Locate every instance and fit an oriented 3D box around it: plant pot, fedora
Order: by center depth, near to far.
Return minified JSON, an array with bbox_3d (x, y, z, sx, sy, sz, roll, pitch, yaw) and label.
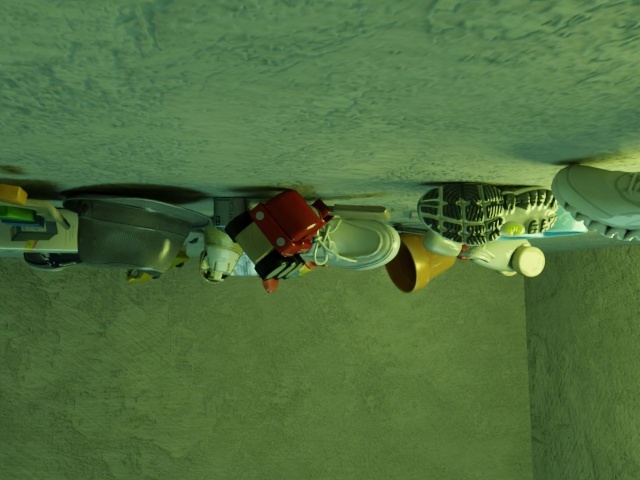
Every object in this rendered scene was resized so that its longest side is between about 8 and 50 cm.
[{"bbox_3d":[-0.348,-0.003,0.928,0.276,0.124,0.244,6,172,28],"label":"fedora"},{"bbox_3d":[0.346,0.055,1.706,0.188,0.204,0.205,-16,-179,-21],"label":"plant pot"}]

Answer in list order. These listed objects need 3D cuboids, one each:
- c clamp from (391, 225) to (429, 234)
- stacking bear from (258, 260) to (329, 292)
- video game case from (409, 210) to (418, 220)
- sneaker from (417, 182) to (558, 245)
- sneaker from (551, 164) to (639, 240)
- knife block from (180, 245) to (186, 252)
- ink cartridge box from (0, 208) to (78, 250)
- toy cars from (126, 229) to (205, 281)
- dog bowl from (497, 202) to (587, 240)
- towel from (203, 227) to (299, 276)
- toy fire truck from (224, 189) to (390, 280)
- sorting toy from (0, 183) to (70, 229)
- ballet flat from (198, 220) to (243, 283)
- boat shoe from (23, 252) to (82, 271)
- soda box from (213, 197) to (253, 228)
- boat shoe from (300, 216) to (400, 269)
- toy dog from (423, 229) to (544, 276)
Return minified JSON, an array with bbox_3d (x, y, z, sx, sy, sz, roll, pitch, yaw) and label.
[{"bbox_3d":[0.272,-0.024,1.445,0.161,0.022,0.137,7,-174,-4],"label":"c clamp"},{"bbox_3d":[-0.070,0.048,1.665,0.289,0.164,0.175,-14,134,22],"label":"stacking bear"},{"bbox_3d":[0.265,-0.061,1.234,0.087,0.011,0.122,-1,175,8],"label":"video game case"},{"bbox_3d":[0.290,-0.046,0.900,0.276,0.106,0.110,1,-176,-21],"label":"sneaker"},{"bbox_3d":[0.458,-0.047,0.649,0.292,0.110,0.118,25,149,23],"label":"sneaker"},{"bbox_3d":[-0.559,0.017,1.581,0.276,0.088,0.242,1,176,-19],"label":"knife block"},{"bbox_3d":[-0.623,-0.020,1.084,0.213,0.093,0.154,5,173,-39],"label":"ink cartridge box"},{"bbox_3d":[-0.457,0.021,1.428,0.177,0.087,0.394,-15,166,-31],"label":"toy cars"},{"bbox_3d":[0.446,-0.043,1.099,0.166,0.073,0.297,2,175,-29],"label":"dog bowl"},{"bbox_3d":[-0.210,0.044,1.544,0.286,0.034,0.209,1,135,1],"label":"towel"},{"bbox_3d":[-0.014,-0.031,0.931,0.246,0.158,0.217,-40,171,5],"label":"toy fire truck"},{"bbox_3d":[-0.537,-0.053,0.794,0.229,0.041,0.307,10,172,-20],"label":"sorting toy"},{"bbox_3d":[-0.268,0.044,1.354,0.123,0.123,0.348,1,162,-19],"label":"ballet flat"},{"bbox_3d":[-0.709,0.007,1.348,0.341,0.127,0.158,-11,166,18],"label":"boat shoe"},{"bbox_3d":[-0.176,-0.046,1.039,0.063,0.058,0.183,-1,175,-2],"label":"soda box"},{"bbox_3d":[0.000,-0.009,1.216,0.368,0.135,0.157,8,178,32],"label":"boat shoe"},{"bbox_3d":[0.465,-0.006,1.379,0.334,0.160,0.220,18,174,-32],"label":"toy dog"}]
